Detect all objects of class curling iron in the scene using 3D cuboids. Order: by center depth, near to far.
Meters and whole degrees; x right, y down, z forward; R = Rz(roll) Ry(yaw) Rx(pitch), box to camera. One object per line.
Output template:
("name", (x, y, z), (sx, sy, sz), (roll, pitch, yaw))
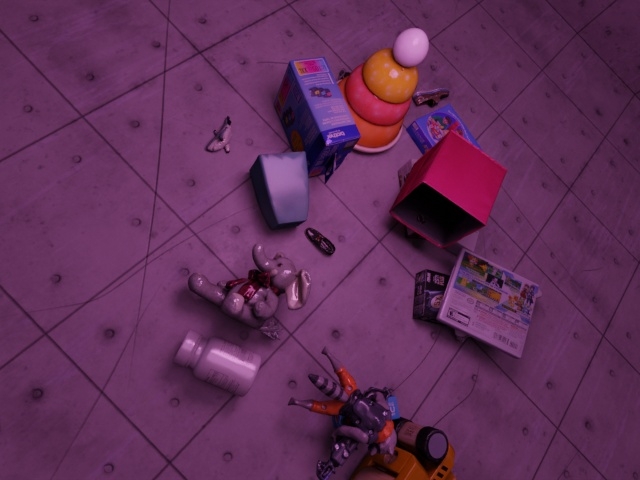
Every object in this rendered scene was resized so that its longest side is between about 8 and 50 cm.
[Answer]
("curling iron", (0.193, -0.737, 1.839), (0.274, 0.035, 0.068), (-24, 82, -25))

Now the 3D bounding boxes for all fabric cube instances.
("fabric cube", (0.442, -0.172, 1.486), (0.254, 0.259, 0.258), (33, 64, -5))

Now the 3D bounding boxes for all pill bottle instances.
("pill bottle", (-0.303, 0.355, 1.240), (0.229, 0.131, 0.131), (27, 65, -10))

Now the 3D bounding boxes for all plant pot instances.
("plant pot", (-0.130, -0.165, 1.466), (0.166, 0.165, 0.234), (-9, 84, -22))

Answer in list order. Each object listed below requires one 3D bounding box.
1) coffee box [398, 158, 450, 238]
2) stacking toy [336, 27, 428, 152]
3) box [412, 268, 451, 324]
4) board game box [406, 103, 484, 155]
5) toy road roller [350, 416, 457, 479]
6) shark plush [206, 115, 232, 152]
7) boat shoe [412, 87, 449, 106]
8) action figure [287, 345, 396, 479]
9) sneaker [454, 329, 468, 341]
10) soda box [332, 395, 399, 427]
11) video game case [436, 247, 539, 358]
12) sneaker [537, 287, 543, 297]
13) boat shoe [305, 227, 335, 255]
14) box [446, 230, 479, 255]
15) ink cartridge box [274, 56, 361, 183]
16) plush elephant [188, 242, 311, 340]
("coffee box", (0.421, -0.161, 1.682), (0.168, 0.119, 0.296), (4, 71, -19))
("stacking toy", (0.242, -0.574, 1.555), (0.351, 0.480, 0.350), (6, 71, -18))
("box", (0.434, 0.215, 1.584), (0.148, 0.077, 0.180), (16, 68, -14))
("board game box", (0.565, -0.401, 1.838), (0.233, 0.078, 0.347), (-30, 84, -26))
("toy road roller", (0.283, 0.732, 1.294), (0.330, 0.203, 0.240), (-39, 99, -28))
("shark plush", (-0.358, -0.390, 1.516), (0.067, 0.073, 0.161), (5, 73, 13))
("boat shoe", (0.504, -0.640, 1.909), (0.183, 0.066, 0.066), (-12, 81, -13))
("action figure", (0.071, 0.525, 1.226), (0.330, 0.178, 0.341), (34, 63, 6))
("sneaker", (0.604, 0.314, 1.620), (0.235, 0.090, 0.094), (-11, 98, -25))
("soda box", (0.146, 0.555, 1.371), (0.210, 0.067, 0.071), (-1, 73, -21))
("video game case", (0.620, 0.226, 1.554), (0.329, 0.036, 0.299), (26, 69, -1))
("sneaker", (0.718, 0.173, 1.671), (0.366, 0.135, 0.149), (2, 75, -20))
("boat shoe", (0.001, -0.001, 1.521), (0.133, 0.042, 0.049), (44, 66, 0))
("box", (0.564, -0.003, 1.698), (0.102, 0.087, 0.101), (29, 65, -9))
("ink cartridge box", (-0.009, -0.410, 1.525), (0.151, 0.270, 0.395), (-20, 80, -23))
("plush elephant", (-0.177, 0.134, 1.295), (0.330, 0.272, 0.255), (40, 75, -35))
